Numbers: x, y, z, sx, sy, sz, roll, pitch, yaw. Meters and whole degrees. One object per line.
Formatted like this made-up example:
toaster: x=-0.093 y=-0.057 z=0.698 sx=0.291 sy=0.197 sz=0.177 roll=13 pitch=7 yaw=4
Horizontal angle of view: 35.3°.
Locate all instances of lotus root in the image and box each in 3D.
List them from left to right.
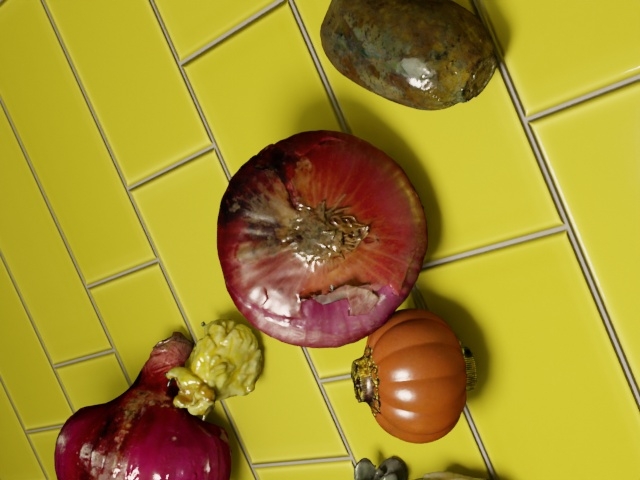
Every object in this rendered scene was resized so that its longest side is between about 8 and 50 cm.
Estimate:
lotus root: x=0.121 y=-0.282 z=1.449 sx=0.275 sy=0.152 sz=0.160 roll=27 pitch=118 yaw=30

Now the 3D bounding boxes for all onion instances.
onion: x=-0.371 y=0.403 z=2.156 sx=0.398 sy=0.398 sz=0.420 roll=12 pitch=96 yaw=40
onion: x=0.000 y=0.000 z=1.635 sx=0.347 sy=0.347 sz=0.285 roll=58 pitch=-179 yaw=5

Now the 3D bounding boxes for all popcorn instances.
popcorn: x=-0.208 y=0.251 z=2.005 sx=0.173 sy=0.195 sz=0.168 roll=42 pitch=142 yaw=28

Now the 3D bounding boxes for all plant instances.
plant: x=0.092 y=0.532 z=1.901 sx=0.149 sy=0.146 sz=0.274 roll=19 pitch=120 yaw=23

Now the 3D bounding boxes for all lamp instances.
lamp: x=0.151 y=0.220 z=1.641 sx=0.223 sy=0.196 sz=0.223 roll=175 pitch=90 yaw=-82

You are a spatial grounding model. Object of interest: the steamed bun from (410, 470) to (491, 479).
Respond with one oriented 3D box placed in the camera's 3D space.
steamed bun: x=0.221 y=0.515 z=1.721 sx=0.320 sy=0.206 sz=0.275 roll=16 pitch=135 yaw=7
